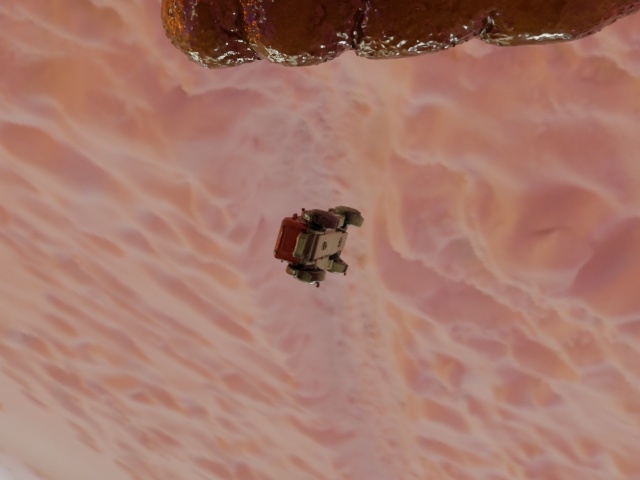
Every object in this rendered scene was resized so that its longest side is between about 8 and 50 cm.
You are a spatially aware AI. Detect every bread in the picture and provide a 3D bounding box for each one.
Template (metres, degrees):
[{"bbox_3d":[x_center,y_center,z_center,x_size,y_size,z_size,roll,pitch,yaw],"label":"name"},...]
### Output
[{"bbox_3d":[0.069,-0.159,0.549,0.344,0.124,0.084,-2,136,18],"label":"bread"}]

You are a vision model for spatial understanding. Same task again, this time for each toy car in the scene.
[{"bbox_3d":[0.000,0.000,0.965,0.054,0.073,0.143,17,-171,13],"label":"toy car"}]
